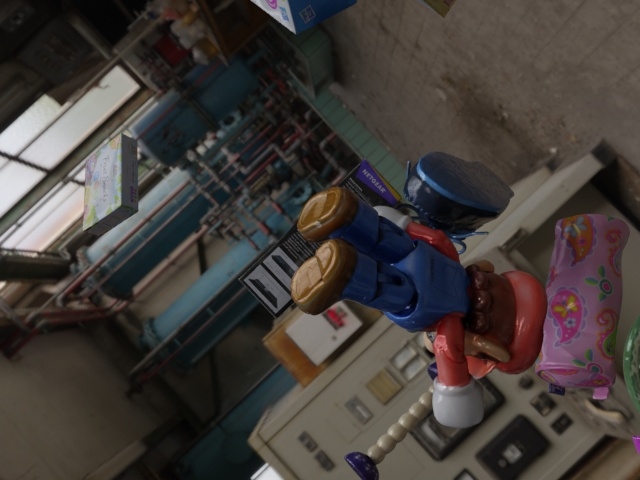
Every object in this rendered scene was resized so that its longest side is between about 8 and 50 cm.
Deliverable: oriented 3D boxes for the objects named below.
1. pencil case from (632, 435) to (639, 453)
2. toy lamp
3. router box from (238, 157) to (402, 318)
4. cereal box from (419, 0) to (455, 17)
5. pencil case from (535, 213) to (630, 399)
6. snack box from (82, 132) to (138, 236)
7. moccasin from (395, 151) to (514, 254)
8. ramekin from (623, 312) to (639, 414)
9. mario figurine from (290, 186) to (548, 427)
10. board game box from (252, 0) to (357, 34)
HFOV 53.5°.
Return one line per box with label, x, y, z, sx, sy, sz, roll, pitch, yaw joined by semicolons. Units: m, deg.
pencil case;0.284;0.173;0.475;0.151;0.070;0.065;0;-105;-71
toy lamp;0.160;0.294;1.078;0.080;0.274;0.080;44;163;17
router box;0.000;0.000;1.012;0.081;0.243;0.309;46;180;1
cereal box;0.102;-0.467;1.053;0.240;0.047;0.173;42;-159;21
pencil case;0.418;0.099;1.010;0.124;0.284;0.124;14;157;6
snack box;-0.340;-0.090;1.032;0.037;0.100;0.141;27;-135;-48
moccasin;0.201;-0.043;0.929;0.138;0.117;0.342;50;-156;21
ramekin;0.630;0.203;0.967;0.303;0.303;0.148;47;-167;20
mario figurine;0.104;0.077;0.699;0.320;0.198;0.170;27;174;-26
board game box;-0.101;-0.428;0.687;0.308;0.086;0.302;47;164;38
